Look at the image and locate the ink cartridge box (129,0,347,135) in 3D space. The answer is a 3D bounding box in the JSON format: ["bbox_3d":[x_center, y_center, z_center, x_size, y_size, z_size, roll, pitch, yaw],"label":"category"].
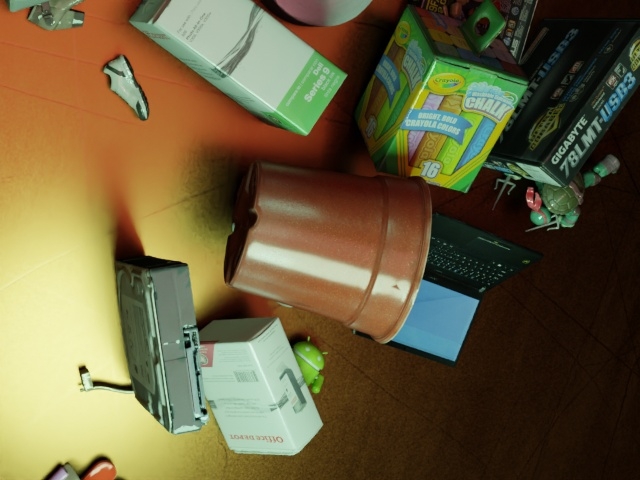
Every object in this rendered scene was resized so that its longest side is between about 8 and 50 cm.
[{"bbox_3d":[-0.131,-0.297,1.654,0.289,0.211,0.122,35,88,-23],"label":"ink cartridge box"}]

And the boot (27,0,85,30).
[{"bbox_3d":[-0.397,-0.377,1.631,0.087,0.042,0.119,8,98,-20],"label":"boot"}]

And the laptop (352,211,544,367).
[{"bbox_3d":[0.223,0.093,1.907,0.234,0.264,0.137,20,57,-23],"label":"laptop"}]

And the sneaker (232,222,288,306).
[{"bbox_3d":[-0.082,0.041,1.813,0.071,0.083,0.191,-37,112,-12],"label":"sneaker"}]

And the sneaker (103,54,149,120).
[{"bbox_3d":[-0.305,-0.237,1.701,0.043,0.040,0.109,-24,105,3],"label":"sneaker"}]

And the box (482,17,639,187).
[{"bbox_3d":[0.398,-0.242,1.820,0.073,0.293,0.295,37,87,-24],"label":"box"}]

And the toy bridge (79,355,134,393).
[{"bbox_3d":[-0.309,0.222,1.795,0.188,0.026,0.063,-16,107,-18],"label":"toy bridge"}]

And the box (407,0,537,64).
[{"bbox_3d":[0.274,-0.448,1.858,0.216,0.060,0.270,13,96,-22],"label":"box"}]

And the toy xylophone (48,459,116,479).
[{"bbox_3d":[-0.372,0.534,1.805,0.236,0.081,0.323,-40,111,-9],"label":"toy xylophone"}]

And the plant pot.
[{"bbox_3d":[0.000,0.000,1.674,0.265,0.272,0.272,13,96,-13],"label":"plant pot"}]

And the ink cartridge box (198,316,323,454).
[{"bbox_3d":[-0.111,0.243,1.794,0.092,0.158,0.218,-39,115,-46],"label":"ink cartridge box"}]

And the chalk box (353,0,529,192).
[{"bbox_3d":[0.204,-0.255,1.747,0.179,0.180,0.289,11,124,-22],"label":"chalk box"}]

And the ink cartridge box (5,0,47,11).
[{"bbox_3d":[-0.403,-0.495,1.544,0.197,0.114,0.273,-22,99,-15],"label":"ink cartridge box"}]

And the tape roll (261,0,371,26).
[{"bbox_3d":[-0.006,-0.458,1.744,0.219,0.072,0.219,-5,103,-20],"label":"tape roll"}]

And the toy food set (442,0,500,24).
[{"bbox_3d":[0.258,-0.389,1.822,0.122,0.019,0.078,-25,109,-22],"label":"toy food set"}]

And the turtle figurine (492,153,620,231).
[{"bbox_3d":[0.436,-0.093,1.967,0.234,0.118,0.175,-44,112,-13],"label":"turtle figurine"}]

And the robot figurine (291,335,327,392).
[{"bbox_3d":[-0.040,0.225,1.874,0.101,0.067,0.115,41,85,-11],"label":"robot figurine"}]

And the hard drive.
[{"bbox_3d":[-0.245,0.146,1.616,0.064,0.339,0.237,-9,95,-19],"label":"hard drive"}]
